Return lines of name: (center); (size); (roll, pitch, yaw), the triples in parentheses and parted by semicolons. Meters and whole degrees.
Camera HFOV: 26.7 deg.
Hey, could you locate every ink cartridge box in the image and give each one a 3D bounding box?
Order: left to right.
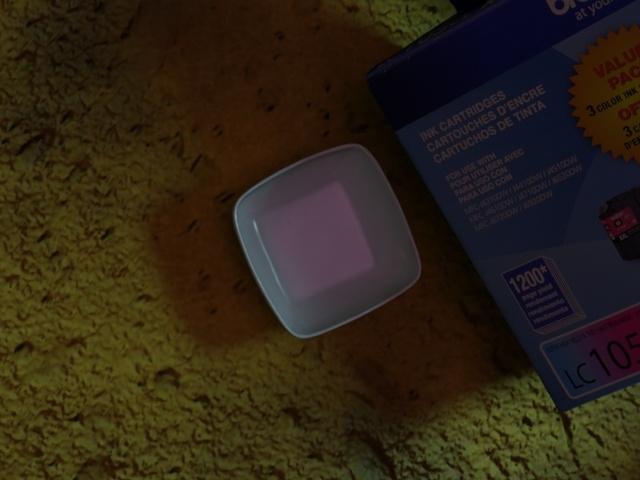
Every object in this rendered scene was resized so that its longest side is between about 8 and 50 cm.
ink cartridge box: (0.226, -0.094, 1.107); (0.270, 0.151, 0.395); (-28, 97, 28)

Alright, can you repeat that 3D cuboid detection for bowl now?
bowl: (0.000, 0.000, 1.159); (0.142, 0.053, 0.142); (-26, 96, -14)
